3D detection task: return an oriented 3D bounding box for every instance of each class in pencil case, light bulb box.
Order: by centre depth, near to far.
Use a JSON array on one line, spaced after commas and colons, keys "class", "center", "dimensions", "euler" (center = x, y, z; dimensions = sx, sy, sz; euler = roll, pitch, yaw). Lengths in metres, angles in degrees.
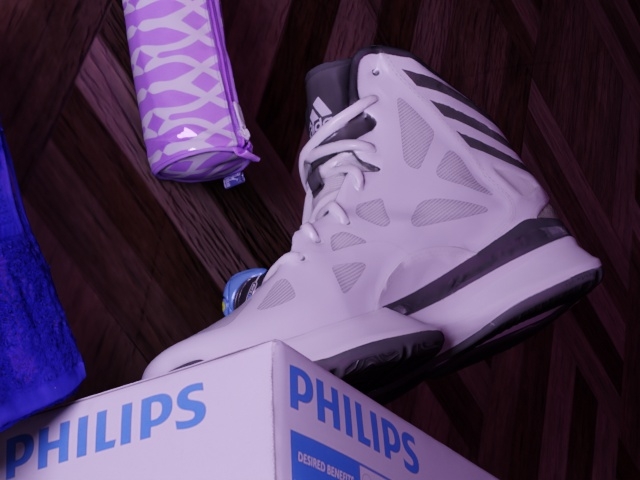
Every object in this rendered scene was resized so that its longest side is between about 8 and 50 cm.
[{"class": "light bulb box", "center": [-0.022, 0.307, 1.200], "dimensions": [0.358, 0.225, 0.361], "euler": [36, 43, -51]}, {"class": "pencil case", "center": [-0.106, -0.145, 1.463], "dimensions": [0.086, 0.088, 0.206], "euler": [4, 71, -55]}]

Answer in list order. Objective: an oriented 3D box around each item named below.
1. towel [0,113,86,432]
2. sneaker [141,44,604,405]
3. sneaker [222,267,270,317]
[{"class": "towel", "center": [-0.249, -0.026, 1.096], "dimensions": [0.227, 0.076, 0.308], "euler": [-27, 97, -63]}, {"class": "sneaker", "center": [0.000, 0.000, 1.432], "dimensions": [0.447, 0.169, 0.257], "euler": [-18, 72, -42]}, {"class": "sneaker", "center": [-0.014, 0.105, 1.511], "dimensions": [0.188, 0.078, 0.067], "euler": [65, 27, -19]}]
